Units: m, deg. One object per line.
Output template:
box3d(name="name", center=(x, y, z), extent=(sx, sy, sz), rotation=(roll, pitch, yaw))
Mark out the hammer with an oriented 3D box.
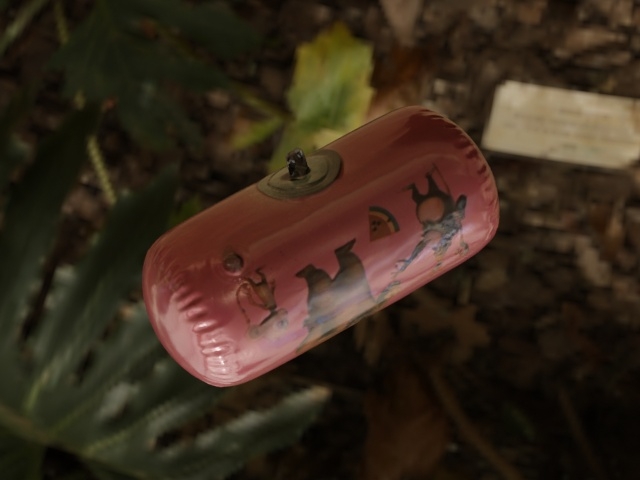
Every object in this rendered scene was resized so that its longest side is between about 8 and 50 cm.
box3d(name="hammer", center=(0.000, 0.000, 0.406), extent=(0.083, 0.043, 0.043), rotation=(-27, 147, -15))
